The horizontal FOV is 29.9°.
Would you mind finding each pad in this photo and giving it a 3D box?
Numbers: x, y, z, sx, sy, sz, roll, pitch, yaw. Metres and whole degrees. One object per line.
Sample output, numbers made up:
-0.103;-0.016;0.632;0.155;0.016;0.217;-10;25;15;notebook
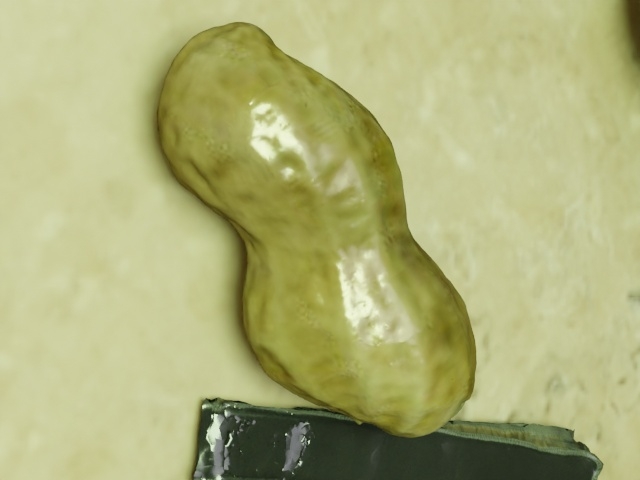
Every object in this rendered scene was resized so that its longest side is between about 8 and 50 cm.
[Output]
0.033;0.166;0.553;0.233;0.022;0.174;10;88;-33;pad

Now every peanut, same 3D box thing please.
-0.002;0.001;0.485;0.089;0.089;0.193;-36;108;-28;peanut
